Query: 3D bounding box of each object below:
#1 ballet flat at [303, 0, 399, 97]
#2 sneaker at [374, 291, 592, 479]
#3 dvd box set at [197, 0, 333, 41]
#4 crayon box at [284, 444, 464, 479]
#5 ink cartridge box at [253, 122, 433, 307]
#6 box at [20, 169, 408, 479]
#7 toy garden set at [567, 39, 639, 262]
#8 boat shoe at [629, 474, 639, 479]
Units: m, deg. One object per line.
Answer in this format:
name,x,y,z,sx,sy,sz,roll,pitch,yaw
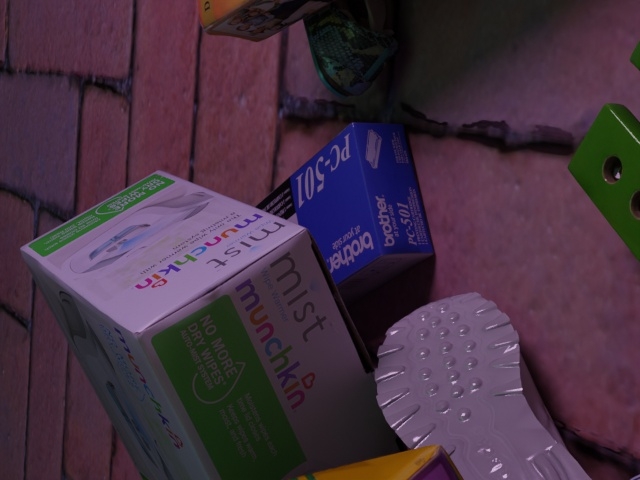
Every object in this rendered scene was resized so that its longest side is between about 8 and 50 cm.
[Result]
ballet flat,0.009,-0.184,0.852,0.070,0.070,0.188,-57,46,43
sneaker,0.098,0.123,0.671,0.095,0.090,0.235,58,-171,-36
dvd box set,0.054,-0.328,0.698,0.420,0.062,0.308,-19,72,50
crayon box,0.041,0.296,0.593,0.363,0.106,0.313,57,147,-3
ink cartridge box,0.000,0.000,0.871,0.207,0.046,0.097,-37,60,54
box,-0.058,0.106,0.795,0.231,0.127,0.262,24,141,58
toy garden set,0.224,-0.061,0.490,0.204,0.049,0.244,62,139,41
boat shoe,0.179,0.147,0.529,0.183,0.083,0.065,13,102,59
